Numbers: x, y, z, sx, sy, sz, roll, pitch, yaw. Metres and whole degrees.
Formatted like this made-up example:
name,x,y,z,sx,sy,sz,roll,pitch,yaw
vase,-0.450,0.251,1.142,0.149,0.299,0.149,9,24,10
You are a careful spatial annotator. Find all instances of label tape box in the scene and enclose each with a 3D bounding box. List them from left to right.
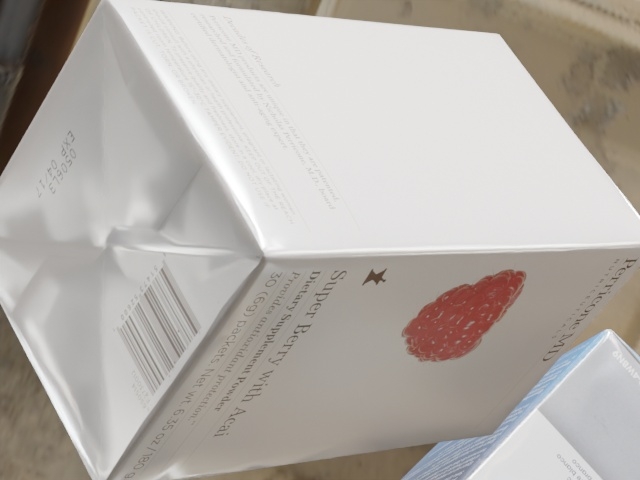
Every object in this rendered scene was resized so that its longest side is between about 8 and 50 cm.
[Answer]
name,x,y,z,sx,sy,sz,roll,pitch,yaw
label tape box,0.082,0.237,1.273,0.115,0.348,0.249,47,-30,1

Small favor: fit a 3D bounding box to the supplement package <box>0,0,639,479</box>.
name,x,y,z,sx,sy,sz,roll,pitch,yaw
supplement package,0.000,0.000,0.959,0.293,0.175,0.177,-2,-42,-43
